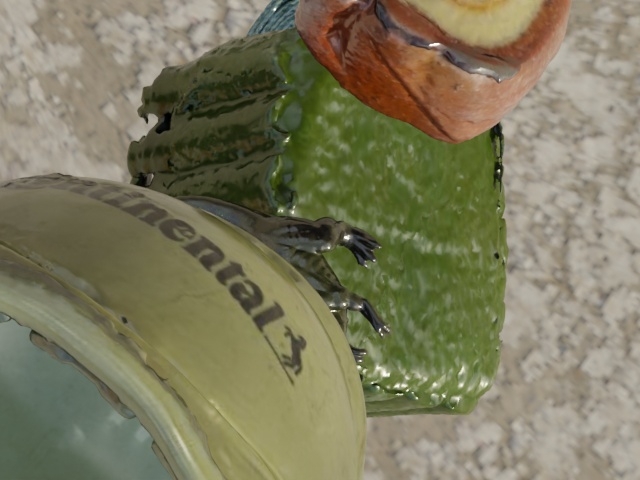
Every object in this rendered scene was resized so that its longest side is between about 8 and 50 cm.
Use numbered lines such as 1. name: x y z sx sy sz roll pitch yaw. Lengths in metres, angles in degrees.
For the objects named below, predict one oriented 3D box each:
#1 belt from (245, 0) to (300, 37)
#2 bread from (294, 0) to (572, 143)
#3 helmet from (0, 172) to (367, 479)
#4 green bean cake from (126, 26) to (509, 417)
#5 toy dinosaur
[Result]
1. belt: -0.015 -0.189 1.789 0.147 0.082 0.163 5 83 10
2. bread: 0.096 -0.191 1.219 0.190 0.123 0.244 37 58 -10
3. helmet: -0.077 0.043 0.592 0.257 0.204 0.137 38 53 4
4. green bean cake: 0.000 0.000 1.502 0.319 0.218 0.335 18 74 -45
5. toy dinosaur: -0.040 0.031 1.189 0.179 0.187 0.087 10 128 -39
